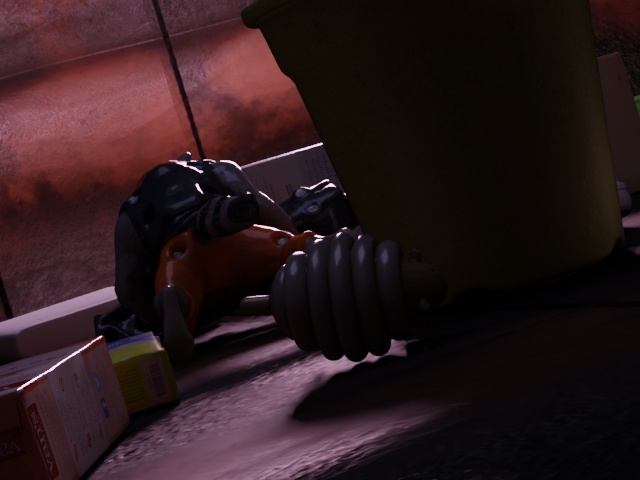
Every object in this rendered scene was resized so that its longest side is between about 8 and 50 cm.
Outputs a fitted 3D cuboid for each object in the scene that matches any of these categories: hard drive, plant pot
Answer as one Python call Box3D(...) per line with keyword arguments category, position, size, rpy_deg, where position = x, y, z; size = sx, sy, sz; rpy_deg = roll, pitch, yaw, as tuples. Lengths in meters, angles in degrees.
Box3D(category="hard drive", position=(-0.315, 0.105, 2.067), size=(0.233, 0.047, 0.353), rpy_deg=(-18, 4, -22))
Box3D(category="plant pot", position=(0.108, -0.089, 1.201), size=(0.276, 0.254, 0.276), rpy_deg=(-17, 2, 1))

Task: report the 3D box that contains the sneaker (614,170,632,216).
Box3D(category="sneaker", position=(0.151, -0.090, 1.441), size=(0.127, 0.208, 0.319), rpy_deg=(-16, 3, -23))

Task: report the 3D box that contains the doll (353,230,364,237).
Box3D(category="doll", position=(0.100, -0.010, 1.831), size=(0.129, 0.046, 0.189), rpy_deg=(-26, -9, 32))

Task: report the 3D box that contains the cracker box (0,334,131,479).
Box3D(category="cracker box", position=(-0.207, 0.117, 0.906), size=(0.155, 0.067, 0.232), rpy_deg=(-17, 3, 3))

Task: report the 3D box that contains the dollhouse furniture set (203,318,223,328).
Box3D(category="dollhouse furniture set", position=(-0.198, 0.035, 1.669), size=(0.123, 0.151, 0.144), rpy_deg=(-18, 1, -19))

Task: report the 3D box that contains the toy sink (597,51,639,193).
Box3D(category="toy sink", position=(0.248, -0.107, 1.796), size=(0.131, 0.153, 0.234), rpy_deg=(-18, 2, -24))

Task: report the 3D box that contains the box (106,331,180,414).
Box3D(category="box", position=(-0.162, 0.104, 1.161), size=(0.109, 0.042, 0.178), rpy_deg=(-16, 2, -7))

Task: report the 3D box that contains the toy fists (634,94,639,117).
Box3D(category="toy fists", position=(0.423, -0.136, 1.951), size=(0.142, 0.096, 0.279), rpy_deg=(-4, 7, 27))

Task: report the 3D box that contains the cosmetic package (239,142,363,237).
Box3D(category="cosmetic package", position=(-0.028, -0.029, 1.904), size=(0.151, 0.151, 0.183), rpy_deg=(-15, 4, 29))

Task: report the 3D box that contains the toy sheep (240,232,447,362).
Box3D(category="toy sheep", position=(0.015, 0.037, 1.012), size=(0.132, 0.091, 0.091), rpy_deg=(-11, 3, 6))

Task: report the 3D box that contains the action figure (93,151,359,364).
Box3D(category="action figure", position=(-0.065, -0.021, 1.487), size=(0.341, 0.178, 0.330), rpy_deg=(-31, 26, -14))
